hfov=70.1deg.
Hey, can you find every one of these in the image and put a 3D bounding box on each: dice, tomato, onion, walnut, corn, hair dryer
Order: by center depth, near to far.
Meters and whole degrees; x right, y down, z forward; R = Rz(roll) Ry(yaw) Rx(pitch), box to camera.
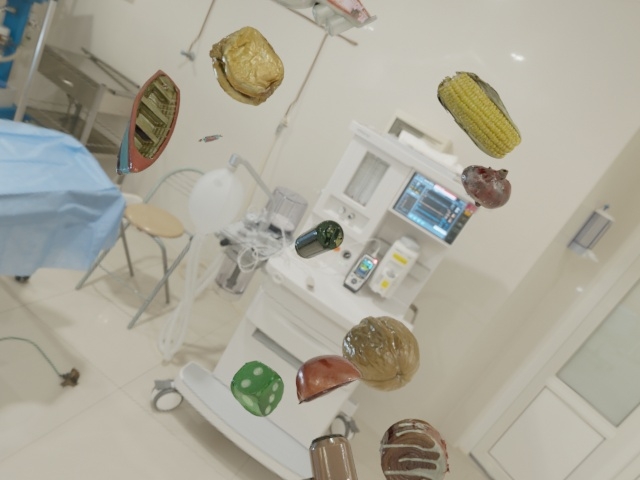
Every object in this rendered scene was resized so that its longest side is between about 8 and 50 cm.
[{"bbox_3d":[-0.036,0.353,0.644,0.064,0.182,0.117,71,5,-58],"label":"hair dryer"},{"bbox_3d":[0.017,0.381,1.301,0.199,0.228,0.112,-15,72,-22],"label":"tomato"},{"bbox_3d":[0.481,-0.384,1.390,0.305,0.122,0.123,49,-20,-4],"label":"corn"},{"bbox_3d":[-0.198,0.467,1.441,0.131,0.128,0.120,16,46,34],"label":"dice"},{"bbox_3d":[0.557,-0.168,1.512,0.206,0.151,0.098,25,60,-20],"label":"onion"},{"bbox_3d":[0.233,0.430,1.777,0.252,0.277,0.313,38,8,-32],"label":"walnut"}]

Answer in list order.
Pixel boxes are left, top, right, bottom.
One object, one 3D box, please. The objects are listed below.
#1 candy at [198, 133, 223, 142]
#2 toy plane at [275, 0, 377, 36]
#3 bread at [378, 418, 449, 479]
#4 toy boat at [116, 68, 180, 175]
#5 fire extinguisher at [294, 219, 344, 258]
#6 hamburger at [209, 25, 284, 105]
[{"bbox_3d":[-0.366,-0.340,1.519,0.083,0.020,0.030,-16,22,-16],"label":"candy"},{"bbox_3d":[0.025,-0.474,0.761,0.252,0.252,0.118,29,4,-3],"label":"toy plane"},{"bbox_3d":[0.214,0.495,1.048,0.160,0.160,0.073,32,3,6],"label":"bread"},{"bbox_3d":[-0.471,-0.316,1.244,0.136,0.079,0.392,47,37,-43],"label":"toy boat"},{"bbox_3d":[0.000,0.000,1.471,0.095,0.114,0.311,39,-22,-10],"label":"fire extinguisher"},{"bbox_3d":[-0.150,-0.353,0.930,0.147,0.083,0.138,46,53,-24],"label":"hamburger"}]
